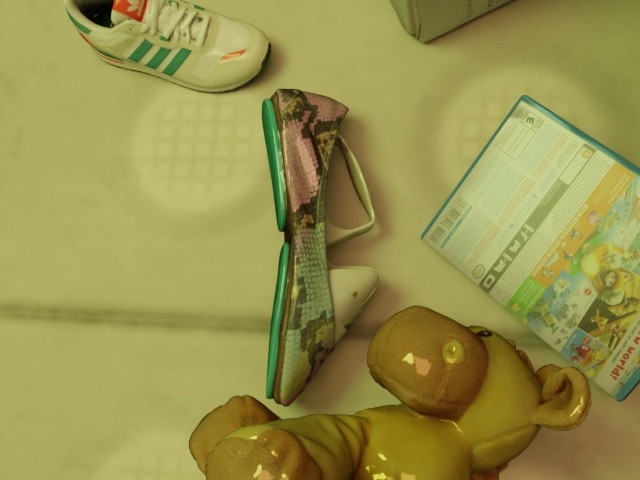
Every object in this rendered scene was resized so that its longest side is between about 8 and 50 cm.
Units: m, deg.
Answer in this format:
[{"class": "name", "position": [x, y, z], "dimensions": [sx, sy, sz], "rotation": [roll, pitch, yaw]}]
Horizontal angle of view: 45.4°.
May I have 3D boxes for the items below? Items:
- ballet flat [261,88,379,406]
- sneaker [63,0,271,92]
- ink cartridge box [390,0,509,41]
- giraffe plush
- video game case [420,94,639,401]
[{"class": "ballet flat", "position": [0.000, 0.000, 0.525], "dimensions": [0.079, 0.077, 0.222], "rotation": [0, 77, -7]}, {"class": "sneaker", "position": [-0.120, -0.158, 0.578], "dimensions": [0.161, 0.075, 0.057], "rotation": [15, 81, 15]}, {"class": "ink cartridge box", "position": [0.154, -0.315, 0.525], "dimensions": [0.306, 0.131, 0.226], "rotation": [-26, 74, 4]}, {"class": "giraffe plush", "position": [0.057, 0.115, 0.428], "dimensions": [0.170, 0.210, 0.181], "rotation": [-50, 48, -7]}, {"class": "video game case", "position": [0.158, 0.001, 0.481], "dimensions": [0.166, 0.015, 0.119], "rotation": [42, 106, 28]}]
